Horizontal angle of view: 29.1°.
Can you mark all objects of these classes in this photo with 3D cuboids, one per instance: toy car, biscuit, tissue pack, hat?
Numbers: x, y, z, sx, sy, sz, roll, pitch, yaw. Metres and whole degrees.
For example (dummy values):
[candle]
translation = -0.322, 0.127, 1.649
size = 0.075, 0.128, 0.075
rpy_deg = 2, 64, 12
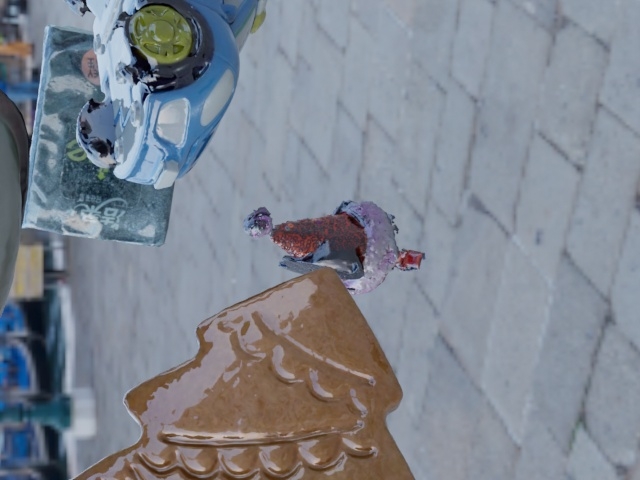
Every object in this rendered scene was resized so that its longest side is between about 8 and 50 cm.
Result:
[toy car]
translation = -0.129, -0.195, 1.086
size = 0.198, 0.166, 0.314
rpy_deg = 129, 134, -60
[biscuit]
translation = -0.042, 0.160, 0.912
size = 0.043, 0.284, 0.306
rpy_deg = 89, -163, -75
[tissue pack]
translation = -0.330, -0.161, 1.903
size = 0.103, 0.228, 0.316
rpy_deg = -134, 53, -73
[hat]
translation = 0.001, 0.004, 1.549
size = 0.140, 0.227, 0.129
rpy_deg = 37, 109, 46

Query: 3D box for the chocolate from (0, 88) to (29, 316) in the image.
[chocolate]
translation = -0.308, -0.031, 0.857
size = 0.283, 0.186, 0.283
rpy_deg = 18, 112, 56
